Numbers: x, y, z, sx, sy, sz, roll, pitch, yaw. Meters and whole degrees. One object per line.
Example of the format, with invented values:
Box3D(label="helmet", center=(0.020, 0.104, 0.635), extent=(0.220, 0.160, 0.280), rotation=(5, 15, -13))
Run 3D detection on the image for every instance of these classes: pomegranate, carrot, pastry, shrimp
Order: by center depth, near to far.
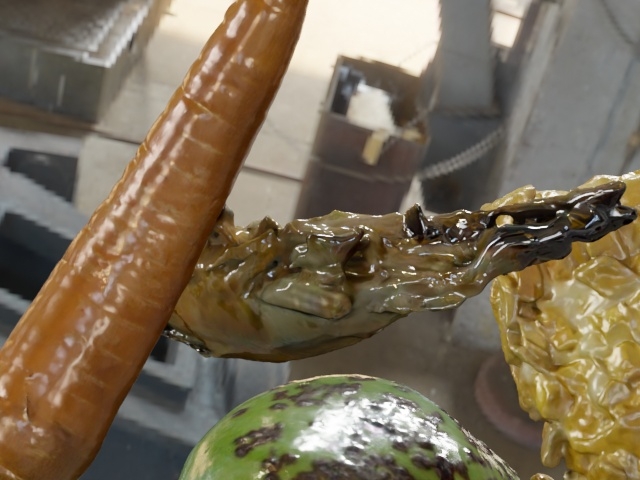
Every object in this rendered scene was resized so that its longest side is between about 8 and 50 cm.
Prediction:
Box3D(label="carrot", center=(-0.076, -0.001, 0.584), extent=(0.062, 0.271, 0.066), rotation=(32, 1, 38))
Box3D(label="shrimp", center=(0.005, 0.008, 0.619), extent=(0.117, 0.262, 0.066), rotation=(39, 47, -36))
Box3D(label="pastry", center=(0.171, 0.083, 0.780), extent=(0.102, 0.154, 0.250), rotation=(16, 58, -64))
Box3D(label="pomegranate", center=(0.026, 0.209, 0.843), extent=(0.254, 0.254, 0.270), rotation=(-11, 22, -35))
